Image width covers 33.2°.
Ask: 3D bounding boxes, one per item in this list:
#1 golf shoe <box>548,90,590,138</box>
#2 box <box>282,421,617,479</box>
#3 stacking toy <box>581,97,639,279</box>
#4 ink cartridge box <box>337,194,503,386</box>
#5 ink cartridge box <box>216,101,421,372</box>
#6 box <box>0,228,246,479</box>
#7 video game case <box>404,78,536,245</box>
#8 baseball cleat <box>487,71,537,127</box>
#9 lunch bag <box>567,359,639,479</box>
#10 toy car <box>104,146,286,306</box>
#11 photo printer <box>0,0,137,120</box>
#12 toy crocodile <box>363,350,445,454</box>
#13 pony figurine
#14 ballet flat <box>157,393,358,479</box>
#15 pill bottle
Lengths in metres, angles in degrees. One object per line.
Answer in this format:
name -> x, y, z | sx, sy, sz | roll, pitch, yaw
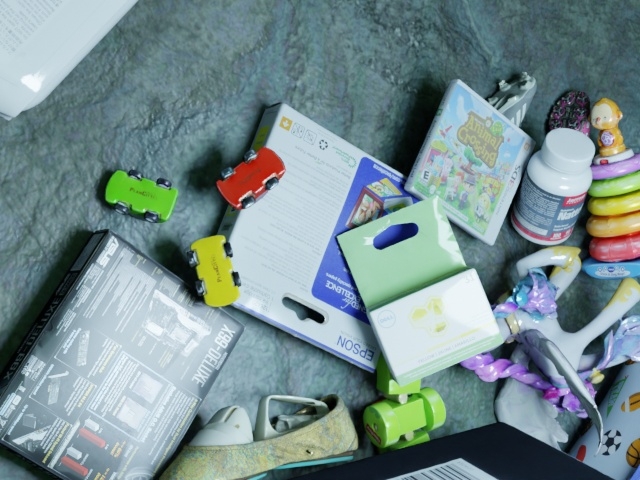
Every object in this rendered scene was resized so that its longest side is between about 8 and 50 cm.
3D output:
golf shoe -> 0.435, -0.172, 1.881 | 0.086, 0.067, 0.186 | 46, 56, -55
box -> 0.150, 0.554, 1.463 | 0.479, 0.297, 0.472 | -8, 105, -30
stacking toy -> 0.515, -0.096, 1.833 | 0.165, 0.175, 0.302 | -23, 102, -36
ink cartridge box -> 0.145, 0.072, 1.574 | 0.171, 0.056, 0.235 | -22, 96, -4
ink cartridge box -> 0.000, 0.000, 1.609 | 0.303, 0.072, 0.307 | 29, 75, -27
box -> -0.275, 0.176, 1.430 | 0.242, 0.076, 0.307 | 37, 70, -23
video game case -> 0.242, -0.121, 1.707 | 0.212, 0.023, 0.193 | 31, 79, -36
baseball cleat -> 0.308, -0.183, 1.807 | 0.206, 0.072, 0.109 | -48, 123, -19
lunch bag -> 0.577, 0.374, 1.695 | 0.239, 0.385, 0.328 | 36, 85, -22
toy car -> -0.185, -0.039, 1.479 | 0.224, 0.053, 0.239 | 18, 73, 1
photo printer -> -0.396, -0.327, 1.378 | 0.256, 0.107, 0.307 | 44, 67, -20
toy crocodile -> 0.132, 0.333, 1.649 | 0.115, 0.105, 0.341 | -15, 98, -28
pony figurine -> 0.367, 0.183, 1.719 | 0.363, 0.303, 0.351 | -25, 67, -25
ballet flat -> -0.089, 0.277, 1.495 | 0.348, 0.123, 0.123 | -4, 88, -42
pill bottle -> 0.384, -0.089, 1.759 | 0.107, 0.180, 0.108 | 4, 46, -5
